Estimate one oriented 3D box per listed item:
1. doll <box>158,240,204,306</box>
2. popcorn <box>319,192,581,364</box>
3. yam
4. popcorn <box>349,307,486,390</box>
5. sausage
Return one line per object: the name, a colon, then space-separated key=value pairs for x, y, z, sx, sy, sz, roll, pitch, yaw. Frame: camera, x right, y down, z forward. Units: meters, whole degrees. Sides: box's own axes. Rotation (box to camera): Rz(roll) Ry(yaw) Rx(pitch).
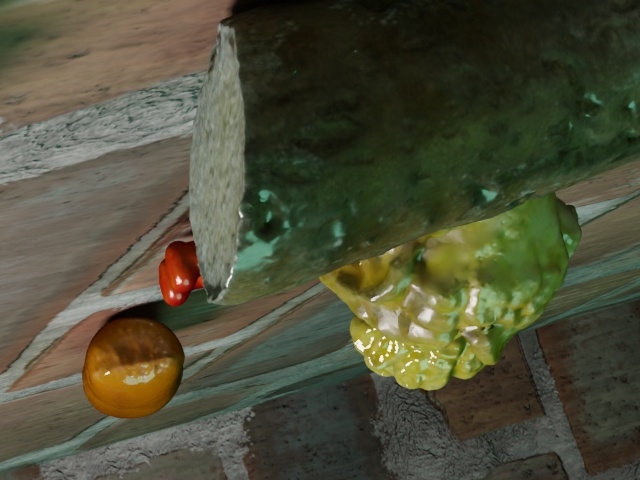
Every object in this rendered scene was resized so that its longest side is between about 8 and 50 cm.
doll: x=0.000 y=0.000 z=1.270 sx=0.245 sy=0.076 sz=0.142 roll=-11 pitch=170 yaw=-14
popcorn: x=0.072 y=-0.034 z=0.996 sx=0.174 sy=0.168 sz=0.195 roll=-22 pitch=136 yaw=-15
yam: x=0.079 y=-0.076 z=0.819 sx=0.330 sy=0.133 sz=0.133 roll=-18 pitch=172 yaw=-21
popcorn: x=0.088 y=0.044 z=1.469 sx=0.173 sy=0.173 sz=0.142 roll=-21 pitch=162 yaw=21
sausage: x=-0.180 y=0.124 z=1.622 sx=0.098 sy=0.098 sz=0.238 roll=-16 pitch=169 yaw=-11
